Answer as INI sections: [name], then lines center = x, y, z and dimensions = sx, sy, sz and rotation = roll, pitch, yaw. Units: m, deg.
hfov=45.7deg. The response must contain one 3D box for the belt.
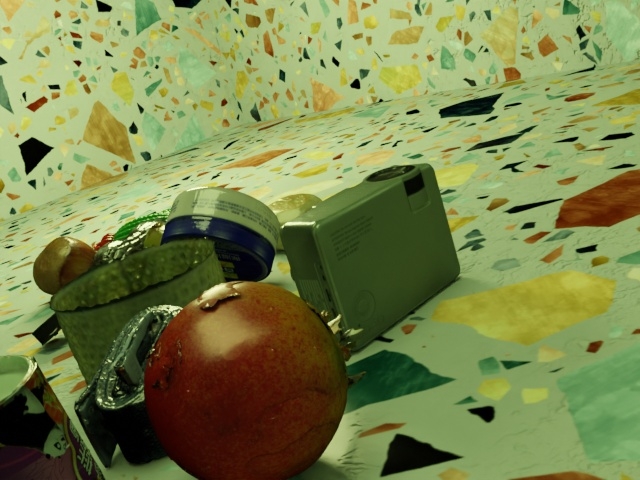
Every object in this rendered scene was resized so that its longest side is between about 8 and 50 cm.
[belt]
center = -0.213, 0.162, 0.959
dimensions = 0.122, 0.129, 0.218
rotation = -11, 25, 11

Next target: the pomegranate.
[pomegranate]
center = -0.065, 0.143, 0.780
dimensions = 0.235, 0.210, 0.210
rotation = -14, 11, -36

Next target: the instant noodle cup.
[instant noodle cup]
center = -0.346, 0.243, 0.759
dimensions = 0.251, 0.190, 0.251
rotation = -16, 16, 5

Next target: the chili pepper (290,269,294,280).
[chili pepper]
center = 0.000, -0.002, 1.429
dimensions = 0.204, 0.072, 0.073
rotation = -27, 20, -32

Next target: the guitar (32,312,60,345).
[guitar]
center = -0.431, 0.099, 1.453
dimensions = 0.271, 0.038, 0.084
rotation = -41, 8, -18

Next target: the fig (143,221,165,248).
[fig]
center = -0.288, 0.029, 1.560
dimensions = 0.152, 0.121, 0.136
rotation = 6, 11, -2

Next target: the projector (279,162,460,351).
[projector]
center = 0.073, 0.014, 1.086
dimensions = 0.256, 0.192, 0.099
rotation = -30, 21, -37

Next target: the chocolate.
[chocolate]
center = -0.413, 0.027, 1.713
dimensions = 0.110, 0.110, 0.248
rotation = -4, 24, 38

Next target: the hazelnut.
[hazelnut]
center = -0.561, 0.067, 1.713
dimensions = 0.150, 0.150, 0.150
rotation = -16, 16, 5

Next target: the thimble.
[thimble]
center = -0.271, 0.112, 1.192
dimensions = 0.270, 0.150, 0.271
rotation = -16, 16, 5

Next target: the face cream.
[face cream]
center = -0.178, -0.010, 1.376
dimensions = 0.205, 0.206, 0.111
rotation = -6, 58, 34

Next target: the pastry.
[pastry]
center = -0.053, -0.038, 1.581
dimensions = 0.156, 0.092, 0.156
rotation = -17, 23, 7

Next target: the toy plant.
[toy plant]
center = -0.452, -0.005, 1.891
dimensions = 0.240, 0.088, 0.155
rotation = -26, 32, -5
